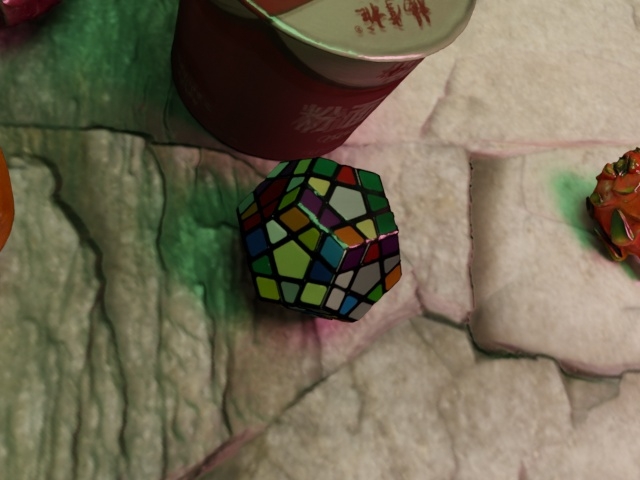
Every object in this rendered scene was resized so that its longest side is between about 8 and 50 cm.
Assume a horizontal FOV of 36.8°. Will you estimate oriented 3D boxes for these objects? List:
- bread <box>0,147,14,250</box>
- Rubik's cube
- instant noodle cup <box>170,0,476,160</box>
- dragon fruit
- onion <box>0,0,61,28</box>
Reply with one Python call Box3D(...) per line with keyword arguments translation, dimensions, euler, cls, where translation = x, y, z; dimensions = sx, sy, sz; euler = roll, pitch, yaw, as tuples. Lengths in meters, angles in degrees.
Box3D(translation=(-0.313, 0.025, 0.534), dimensions=(0.132, 0.167, 0.294), euler=(41, 54, 3), cls="bread")
Box3D(translation=(0.000, 0.000, 0.720), dimensions=(0.133, 0.133, 0.112), euler=(15, 81, -15), cls="Rubik's cube")
Box3D(translation=(-0.014, -0.186, 0.782), dimensions=(0.234, 0.178, 0.235), euler=(10, 58, -17), cls="instant noodle cup")
Box3D(translation=(0.295, -0.022, 0.882), dimensions=(0.116, 0.086, 0.081), euler=(59, 18, 6), cls="dragon fruit")
Box3D(translation=(-0.277, -0.274, 0.745), dimensions=(0.229, 0.163, 0.230), euler=(-2, 94, -29), cls="onion")
